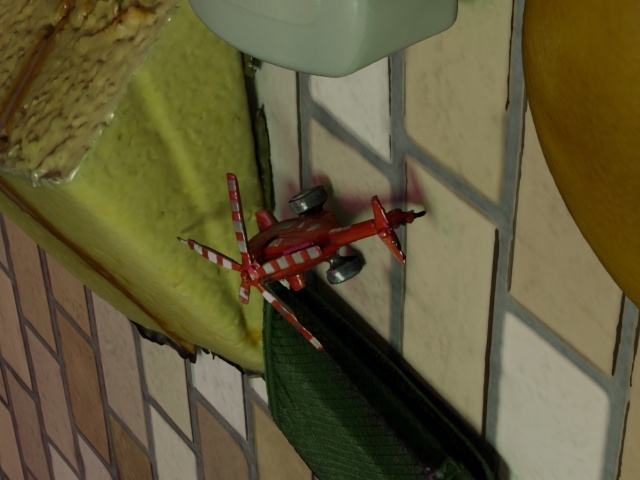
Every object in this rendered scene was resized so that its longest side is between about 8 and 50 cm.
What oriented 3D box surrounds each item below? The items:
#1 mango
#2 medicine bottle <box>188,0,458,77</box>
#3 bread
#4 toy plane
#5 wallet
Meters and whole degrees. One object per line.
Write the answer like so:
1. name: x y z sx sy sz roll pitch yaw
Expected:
1. mango: 0.155 -0.057 0.609 0.175 0.139 0.254 51 158 32
2. medicine bottle: -0.017 -0.255 0.773 0.179 0.124 0.324 36 144 45
3. bread: -0.122 -0.062 1.254 0.345 0.242 0.405 27 169 46
4. toy plane: -0.004 -0.007 1.028 0.126 0.077 0.194 52 145 9
5. wallet: 0.035 0.144 1.111 0.236 0.055 0.160 47 147 38
